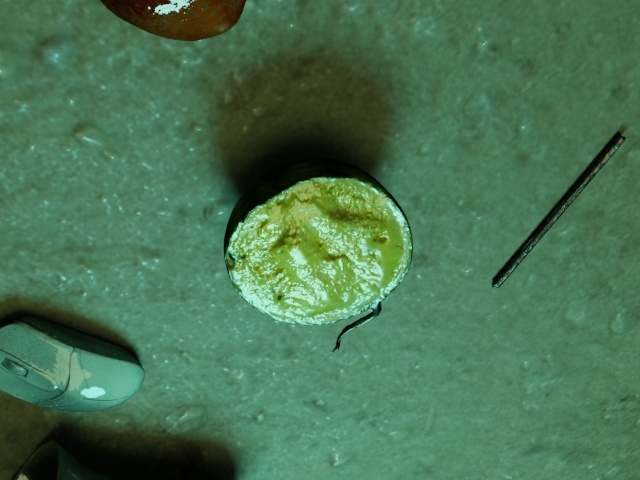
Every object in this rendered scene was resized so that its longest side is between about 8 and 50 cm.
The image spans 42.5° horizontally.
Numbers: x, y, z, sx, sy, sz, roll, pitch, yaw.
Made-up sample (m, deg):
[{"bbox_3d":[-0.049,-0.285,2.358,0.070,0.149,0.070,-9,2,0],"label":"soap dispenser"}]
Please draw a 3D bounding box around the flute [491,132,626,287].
[{"bbox_3d":[0.314,-0.034,1.102,0.014,0.014,0.270,19,120,-29],"label":"flute"}]

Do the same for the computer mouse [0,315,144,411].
[{"bbox_3d":[-0.325,0.164,1.029,0.228,0.068,0.113,22,117,-30],"label":"computer mouse"}]

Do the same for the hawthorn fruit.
[{"bbox_3d":[-0.125,-0.242,0.732,0.133,0.133,0.138,-43,151,18],"label":"hawthorn fruit"}]

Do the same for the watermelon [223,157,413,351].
[{"bbox_3d":[-0.004,-0.005,0.953,0.232,0.127,0.204,33,112,-32],"label":"watermelon"}]

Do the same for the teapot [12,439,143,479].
[{"bbox_3d":[-0.280,0.439,1.175,0.344,0.253,0.300,32,145,-27],"label":"teapot"}]
